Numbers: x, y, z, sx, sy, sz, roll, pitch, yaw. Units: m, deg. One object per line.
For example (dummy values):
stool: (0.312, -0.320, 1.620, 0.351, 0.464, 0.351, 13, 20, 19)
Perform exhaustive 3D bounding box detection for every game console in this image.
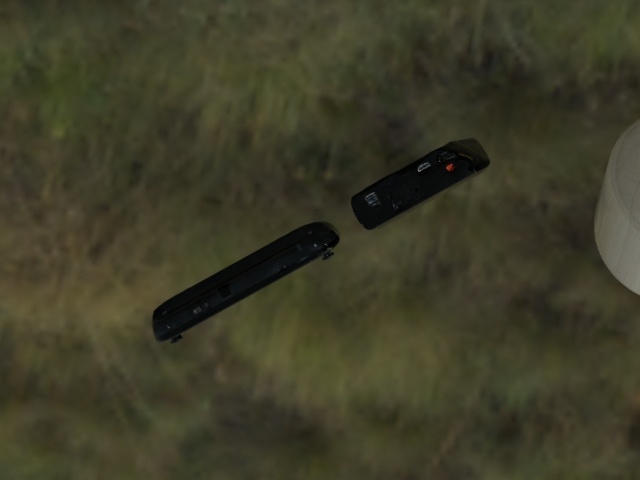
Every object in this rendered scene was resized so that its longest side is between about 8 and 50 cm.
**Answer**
game console: (0.000, 0.000, 1.923, 0.361, 0.044, 0.213, -28, 179, 4)

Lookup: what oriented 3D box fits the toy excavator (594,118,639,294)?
toy excavator: (0.466, 0.066, 1.443, 0.433, 0.445, 0.222, -15, 148, -12)
